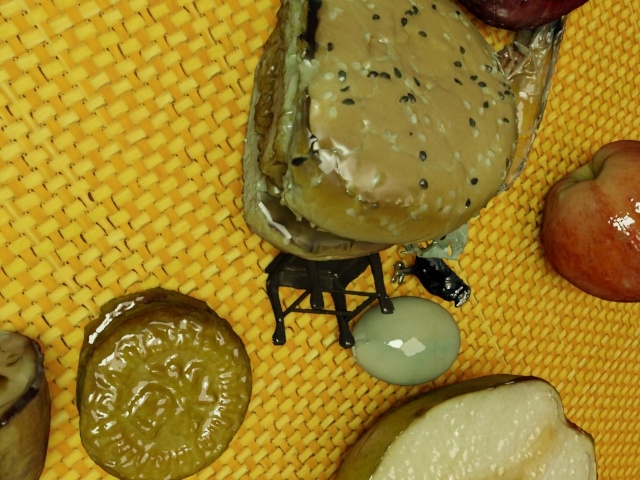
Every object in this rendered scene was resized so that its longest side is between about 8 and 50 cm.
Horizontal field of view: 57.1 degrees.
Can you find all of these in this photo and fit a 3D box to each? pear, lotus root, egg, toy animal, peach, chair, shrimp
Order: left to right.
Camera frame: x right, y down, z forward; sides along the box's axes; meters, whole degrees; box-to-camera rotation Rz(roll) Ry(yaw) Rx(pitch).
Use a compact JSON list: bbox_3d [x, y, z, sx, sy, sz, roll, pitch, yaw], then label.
[{"bbox_3d":[-0.334,0.195,0.515,0.188,0.199,0.180,7,121,9],"label":"lotus root"},{"bbox_3d":[0.000,0.000,0.701,0.106,0.113,0.229,9,55,-29],"label":"chair"},{"bbox_3d":[0.108,0.127,0.749,0.152,0.114,0.114,1,97,-29],"label":"egg"},{"bbox_3d":[0.148,0.044,0.768,0.220,0.108,0.062,33,78,-59],"label":"toy animal"},{"bbox_3d":[0.155,0.341,0.763,0.386,0.191,0.340,-41,105,-21],"label":"pear"},{"bbox_3d":[0.244,-0.208,0.806,0.164,0.062,0.317,25,88,-26],"label":"shrimp"},{"bbox_3d":[0.456,-0.010,0.854,0.232,0.232,0.257,-41,97,-17],"label":"peach"}]

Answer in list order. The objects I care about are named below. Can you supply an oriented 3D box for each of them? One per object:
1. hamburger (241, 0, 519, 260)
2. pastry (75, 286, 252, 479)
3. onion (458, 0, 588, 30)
[{"bbox_3d":[0.061,-0.130,0.616,0.276,0.195,0.318,12,66,-27],"label":"hamburger"},{"bbox_3d":[-0.163,0.148,0.615,0.188,0.103,0.189,-4,99,-28],"label":"pastry"},{"bbox_3d":[0.262,-0.381,0.700,0.252,0.219,0.252,-2,97,-18],"label":"onion"}]
